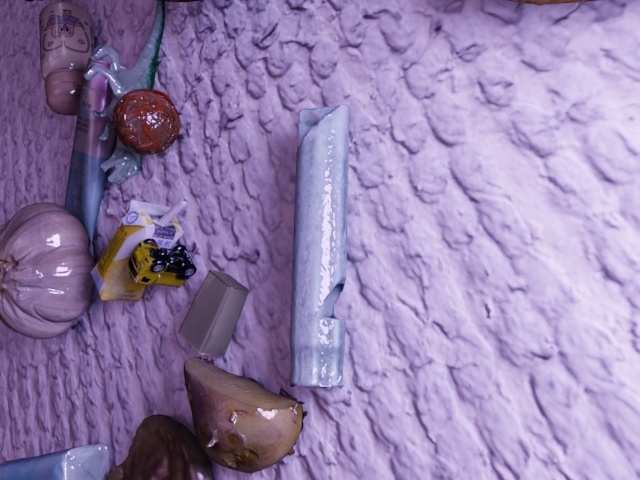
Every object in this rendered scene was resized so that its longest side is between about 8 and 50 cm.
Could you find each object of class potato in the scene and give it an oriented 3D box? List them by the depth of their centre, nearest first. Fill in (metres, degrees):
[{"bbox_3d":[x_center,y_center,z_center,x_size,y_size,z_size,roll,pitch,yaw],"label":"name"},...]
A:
[{"bbox_3d":[-0.114,0.201,0.642,0.171,0.089,0.101,18,98,30],"label":"potato"}]

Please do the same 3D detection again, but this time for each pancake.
[{"bbox_3d":[-0.219,0.346,0.746,0.236,0.042,0.223,-39,56,27],"label":"pancake"}]

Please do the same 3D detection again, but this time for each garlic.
[{"bbox_3d":[-0.471,0.051,0.951,0.227,0.152,0.228,-1,89,40],"label":"garlic"}]

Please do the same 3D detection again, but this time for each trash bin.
[{"bbox_3d":[-0.133,0.092,0.732,0.061,0.043,0.092,31,97,41],"label":"trash bin"}]

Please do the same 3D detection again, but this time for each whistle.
[{"bbox_3d":[0.000,0.000,0.625,0.062,0.062,0.313,-9,75,39],"label":"whistle"}]

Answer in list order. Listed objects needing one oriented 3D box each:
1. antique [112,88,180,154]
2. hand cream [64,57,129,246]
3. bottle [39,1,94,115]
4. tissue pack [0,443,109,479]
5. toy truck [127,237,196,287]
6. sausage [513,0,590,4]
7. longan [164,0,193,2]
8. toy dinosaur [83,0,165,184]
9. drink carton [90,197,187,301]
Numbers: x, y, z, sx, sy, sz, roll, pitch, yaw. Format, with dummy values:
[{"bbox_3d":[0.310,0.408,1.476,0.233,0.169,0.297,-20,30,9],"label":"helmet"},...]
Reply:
[{"bbox_3d":[-0.261,-0.176,0.862,0.104,0.104,0.104,-10,74,39],"label":"antique"},{"bbox_3d":[-0.402,-0.153,1.002,0.111,0.070,0.313,19,98,38],"label":"hand cream"},{"bbox_3d":[-0.480,-0.333,1.086,0.110,0.097,0.209,-26,65,34],"label":"bottle"},{"bbox_3d":[-0.422,0.416,0.874,0.263,0.089,0.177,-23,68,36],"label":"tissue pack"},{"bbox_3d":[-0.221,0.034,0.789,0.054,0.083,0.049,-50,53,20],"label":"toy truck"},{"bbox_3d":[0.262,-0.251,0.422,0.353,0.116,0.134,15,104,44],"label":"sausage"},{"bbox_3d":[-0.167,-0.495,0.707,0.404,0.336,0.405,-50,16,20],"label":"longan"},{"bbox_3d":[-0.316,-0.285,0.915,0.076,0.129,0.383,8,84,35],"label":"toy dinosaur"},{"bbox_3d":[-0.254,-0.002,0.826,0.200,0.084,0.075,-52,51,22],"label":"drink carton"}]
